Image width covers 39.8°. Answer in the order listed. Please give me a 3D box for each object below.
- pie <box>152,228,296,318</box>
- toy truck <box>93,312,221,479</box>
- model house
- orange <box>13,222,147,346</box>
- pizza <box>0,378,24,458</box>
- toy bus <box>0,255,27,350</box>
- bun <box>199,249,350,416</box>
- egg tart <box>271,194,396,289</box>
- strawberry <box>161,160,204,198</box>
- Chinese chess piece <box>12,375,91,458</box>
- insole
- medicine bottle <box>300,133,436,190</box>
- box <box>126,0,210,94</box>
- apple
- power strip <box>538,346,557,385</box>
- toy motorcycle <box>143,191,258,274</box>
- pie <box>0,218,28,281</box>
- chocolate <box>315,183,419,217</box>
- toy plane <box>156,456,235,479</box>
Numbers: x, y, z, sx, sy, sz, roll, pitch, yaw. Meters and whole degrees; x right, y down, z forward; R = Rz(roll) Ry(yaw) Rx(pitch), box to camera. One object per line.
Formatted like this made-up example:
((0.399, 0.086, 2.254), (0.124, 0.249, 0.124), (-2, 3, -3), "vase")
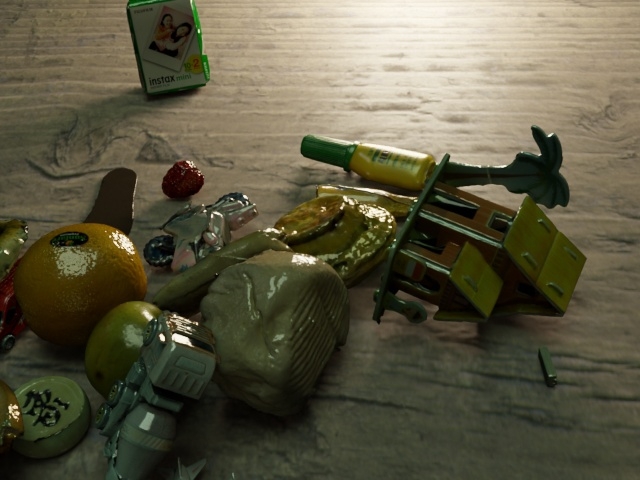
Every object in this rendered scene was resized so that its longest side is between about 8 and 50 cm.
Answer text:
((-0.174, 0.065, 1.580), (0.282, 0.129, 0.068), (-31, 59, 18), "pie")
((-0.245, 0.248, 1.315), (0.108, 0.256, 0.140), (25, 13, -27), "toy truck")
((0.305, 0.003, 1.542), (0.324, 0.340, 0.300), (23, 47, 11), "model house")
((-0.432, 0.078, 1.592), (0.236, 0.236, 0.236), (-2, 40, 2), "orange")
((-0.562, 0.321, 1.390), (0.290, 0.081, 0.228), (5, 61, 43), "pizza")
((-0.576, 0.118, 1.648), (0.081, 0.089, 0.195), (15, 44, 21), "toy bus")
((-0.090, 0.139, 1.466), (0.205, 0.281, 0.281), (7, 41, 24), "bun")
((0.000, 0.000, 1.664), (0.294, 0.123, 0.294), (-21, 27, 11), "egg tart")
((-0.305, -0.132, 1.938), (0.096, 0.083, 0.083), (-40, 42, 10), "strawberry")
((-0.453, 0.290, 1.460), (0.144, 0.058, 0.144), (-1, 41, 1), "Chinese chess piece")
((-0.455, -0.061, 1.915), (0.111, 0.007, 0.327), (0, 40, 1), "insole")
((0.100, -0.178, 1.966), (0.309, 0.076, 0.111), (14, 36, 21), "medicine bottle")
((-0.388, -0.504, 2.252), (0.180, 0.250, 0.103), (-12, 25, -7), "box")
((-0.299, 0.198, 1.467), (0.157, 0.196, 0.196), (-50, 50, 2), "apple")
((0.389, 0.214, 1.519), (0.017, 0.027, 0.083), (-4, 38, -1), "power strip")
((-0.211, 0.005, 1.751), (0.239, 0.108, 0.204), (-45, 46, -8), "toy motorcycle")
((-0.706, 0.064, 1.659), (0.371, 0.078, 0.297), (-36, 26, -30), "pie")
((0.098, -0.075, 1.848), (0.220, 0.085, 0.085), (2, 40, -1), "chocolate")
((-0.203, 0.397, 1.311), (0.162, 0.065, 0.171), (-9, 43, -5), "toy plane")
